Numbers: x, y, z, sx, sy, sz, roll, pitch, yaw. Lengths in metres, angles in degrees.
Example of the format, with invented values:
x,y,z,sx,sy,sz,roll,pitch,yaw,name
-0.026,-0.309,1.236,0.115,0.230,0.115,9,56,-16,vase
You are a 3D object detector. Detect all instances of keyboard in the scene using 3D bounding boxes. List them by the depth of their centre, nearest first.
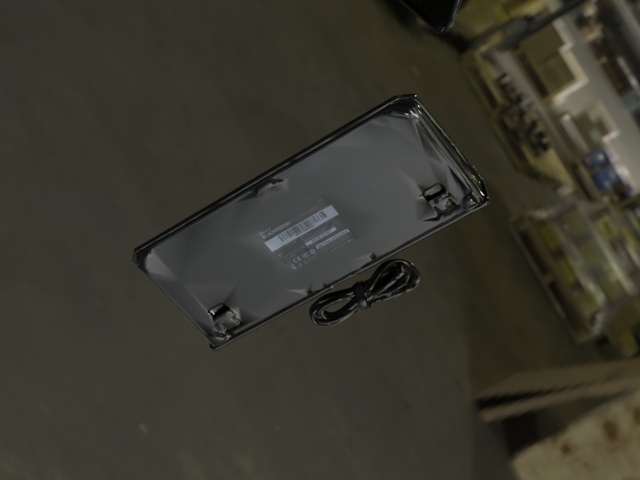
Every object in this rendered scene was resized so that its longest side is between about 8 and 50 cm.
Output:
x,y,z,sx,sy,sz,roll,pitch,yaw,name
0.000,0.000,0.730,0.108,0.180,0.023,50,24,-27,keyboard

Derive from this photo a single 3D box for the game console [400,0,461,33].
x,y,z,sx,sy,sz,roll,pitch,yaw,name
0.071,-0.175,0.681,0.122,0.107,0.071,51,-14,47,game console
